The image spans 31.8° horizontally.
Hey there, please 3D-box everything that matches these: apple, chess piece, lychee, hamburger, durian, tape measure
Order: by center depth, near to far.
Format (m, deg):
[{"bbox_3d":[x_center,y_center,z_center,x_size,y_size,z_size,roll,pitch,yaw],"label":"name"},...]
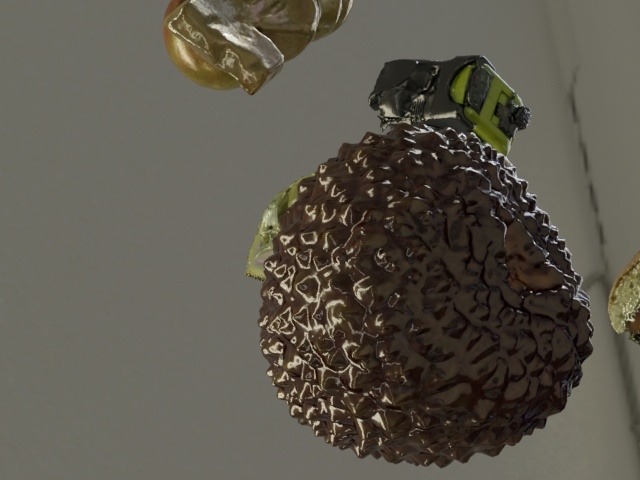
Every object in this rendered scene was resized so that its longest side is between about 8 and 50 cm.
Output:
[{"bbox_3d":[0.061,0.055,0.845,0.271,0.271,0.271,7,-98,-56],"label":"lychee"},{"bbox_3d":[0.000,0.000,1.237,0.102,0.208,0.146,23,-88,-26],"label":"durian"},{"bbox_3d":[-0.069,-0.257,1.283,0.301,0.137,0.137,-49,-53,-58],"label":"chess piece"},{"bbox_3d":[0.185,-0.167,1.517,0.186,0.199,0.112,30,-103,-43],"label":"tape measure"},{"bbox_3d":[0.486,0.039,1.549,0.135,0.155,0.207,45,-134,-2],"label":"hamburger"},{"bbox_3d":[-0.163,-0.349,1.889,0.196,0.196,0.196,7,-98,-56],"label":"apple"}]

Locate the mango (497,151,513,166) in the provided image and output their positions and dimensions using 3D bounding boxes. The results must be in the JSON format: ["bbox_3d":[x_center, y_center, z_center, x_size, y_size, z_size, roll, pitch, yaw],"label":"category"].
[{"bbox_3d":[0.158,-0.003,1.216,0.195,0.098,0.137,-63,-15,3],"label":"mango"}]
